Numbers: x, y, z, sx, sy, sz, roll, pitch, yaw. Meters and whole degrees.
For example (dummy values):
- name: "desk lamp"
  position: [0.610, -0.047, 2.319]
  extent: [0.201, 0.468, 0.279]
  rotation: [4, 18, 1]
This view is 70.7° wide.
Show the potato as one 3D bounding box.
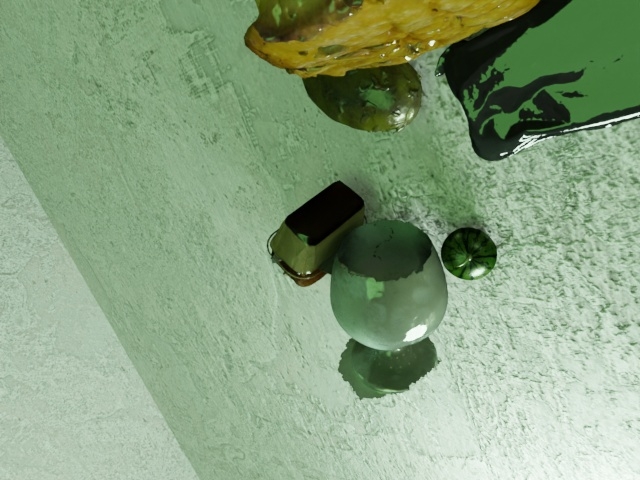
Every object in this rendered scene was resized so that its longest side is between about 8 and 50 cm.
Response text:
- name: "potato"
  position: [0.060, -0.271, 0.778]
  extent: [0.251, 0.113, 0.150]
  rotation: [30, 130, 20]

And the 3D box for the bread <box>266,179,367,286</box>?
- name: "bread"
  position: [0.000, 0.000, 0.929]
  extent: [0.142, 0.224, 0.212]
  rotation: [41, 150, 18]

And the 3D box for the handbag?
- name: "handbag"
  position: [0.329, -0.234, 0.617]
  extent: [0.332, 0.075, 0.192]
  rotation: [-13, 108, 44]

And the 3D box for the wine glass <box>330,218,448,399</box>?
- name: "wine glass"
  position: [0.130, 0.133, 0.888]
  extent: [0.237, 0.238, 0.323]
  rotation: [14, 132, 31]

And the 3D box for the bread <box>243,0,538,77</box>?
- name: "bread"
  position: [0.086, -0.328, 0.522]
  extent: [0.397, 0.398, 0.216]
  rotation: [-6, 104, 40]

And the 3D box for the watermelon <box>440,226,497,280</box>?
- name: "watermelon"
  position: [0.267, 0.024, 0.810]
  extent: [0.108, 0.109, 0.109]
  rotation: [20, 128, 28]
